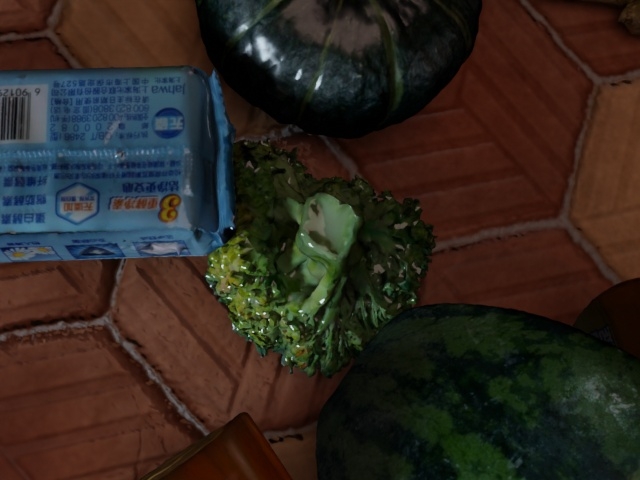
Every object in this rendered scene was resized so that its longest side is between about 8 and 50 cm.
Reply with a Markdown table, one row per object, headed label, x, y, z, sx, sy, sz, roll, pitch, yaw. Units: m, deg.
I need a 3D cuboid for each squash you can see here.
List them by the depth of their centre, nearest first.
| label | x | y | z | sx | sy | sz | roll | pitch | yaw |
| --- | --- | --- | --- | --- | --- | --- | --- | --- | --- |
| squash | 0.016 | -0.211 | 1.077 | 0.252 | 0.165 | 0.252 | 2 | 77 | -11 |

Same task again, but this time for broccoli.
| label | x | y | z | sx | sy | sz | roll | pitch | yaw |
| --- | --- | --- | --- | --- | --- | --- | --- | --- | --- |
| broccoli | 0.000 | 0.000 | 1.008 | 0.194 | 0.194 | 0.220 | -39 | 84 | -20 |

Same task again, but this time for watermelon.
| label | x | y | z | sx | sy | sz | roll | pitch | yaw |
| --- | --- | --- | --- | --- | --- | --- | --- | --- | --- |
| watermelon | 0.116 | 0.215 | 0.948 | 0.250 | 0.293 | 0.283 | -33 | 44 | -23 |

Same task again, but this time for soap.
| label | x | y | z | sx | sy | sz | roll | pitch | yaw |
| --- | --- | --- | --- | --- | --- | --- | --- | --- | --- |
| soap | -0.208 | -0.061 | 0.996 | 0.293 | 0.077 | 0.156 | 0 | 73 | 1 |

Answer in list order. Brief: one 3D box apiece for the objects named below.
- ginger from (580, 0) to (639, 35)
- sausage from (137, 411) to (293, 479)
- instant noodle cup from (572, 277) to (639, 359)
| label | x | y | z | sx | sy | sz | roll | pitch | yaw |
| --- | --- | --- | --- | --- | --- | --- | --- | --- | --- |
| ginger | 0.289 | -0.278 | 1.225 | 0.214 | 0.059 | 0.133 | 20 | 80 | -8 |
| sausage | -0.070 | 0.305 | 0.894 | 0.233 | 0.233 | 0.287 | -34 | 86 | -20 |
| instant noodle cup | 0.367 | 0.152 | 1.038 | 0.214 | 0.296 | 0.296 | -10 | 80 | -28 |
